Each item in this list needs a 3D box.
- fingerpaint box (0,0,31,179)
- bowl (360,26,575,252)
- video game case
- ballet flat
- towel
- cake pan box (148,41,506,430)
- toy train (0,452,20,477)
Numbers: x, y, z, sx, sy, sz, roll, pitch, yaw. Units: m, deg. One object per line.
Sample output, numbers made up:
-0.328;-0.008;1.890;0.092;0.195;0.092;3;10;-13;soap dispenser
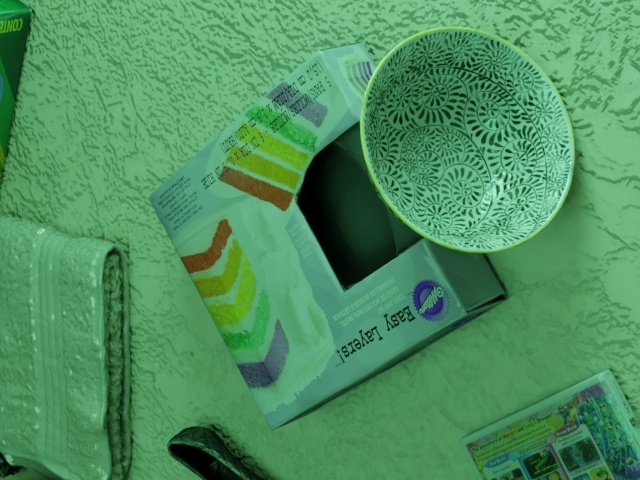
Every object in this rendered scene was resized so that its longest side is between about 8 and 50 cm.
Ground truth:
-0.519;-0.062;1.353;0.163;0.445;0.371;33;120;28;fingerpaint box
0.096;-0.065;1.050;0.170;0.170;0.080;66;158;5;bowl
0.198;0.193;1.107;0.157;0.019;0.143;-34;80;41;video game case
-0.077;0.240;1.329;0.173;0.049;0.057;38;124;26;ballet flat
-0.275;0.122;1.463;0.187;0.049;0.282;13;110;36;towel
0.000;0.000;1.188;0.267;0.070;0.245;-34;82;40;cake pan box
-0.393;0.212;1.600;0.158;0.027;0.036;44;129;23;toy train
